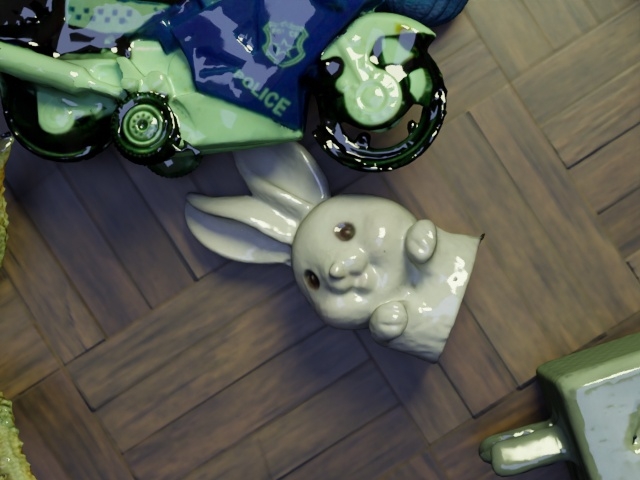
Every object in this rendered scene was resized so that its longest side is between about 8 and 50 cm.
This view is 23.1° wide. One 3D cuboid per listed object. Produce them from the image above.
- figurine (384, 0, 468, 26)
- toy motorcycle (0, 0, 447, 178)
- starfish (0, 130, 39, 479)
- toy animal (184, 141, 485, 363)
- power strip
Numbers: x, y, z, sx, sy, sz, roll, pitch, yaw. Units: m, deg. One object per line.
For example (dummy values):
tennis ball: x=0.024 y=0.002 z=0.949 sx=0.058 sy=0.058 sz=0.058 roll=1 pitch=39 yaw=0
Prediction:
figurine: x=0.080 y=-0.230 z=1.136 sx=0.087 sy=0.086 sz=0.149 roll=-2 pitch=80 yaw=28
toy motorcycle: x=-0.075 y=-0.144 z=1.095 sx=0.331 sy=0.125 sz=0.196 roll=2 pitch=86 yaw=9
starfish: x=-0.338 y=0.087 z=1.137 sx=0.358 sy=0.078 sz=0.347 roll=-11 pitch=79 yaw=21
toy animal: x=0.003 y=-0.001 z=1.120 sx=0.221 sy=0.131 sz=0.103 roll=25 pitch=105 yaw=3
power strip: x=0.228 y=0.142 z=1.108 sx=0.224 sy=0.139 sz=0.140 roll=-19 pitch=91 yaw=1
